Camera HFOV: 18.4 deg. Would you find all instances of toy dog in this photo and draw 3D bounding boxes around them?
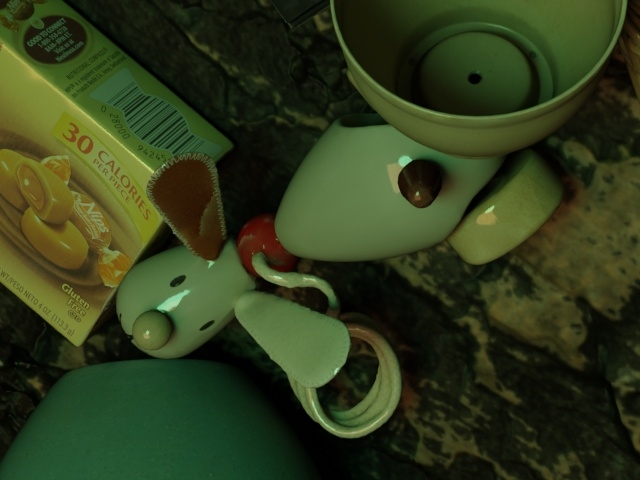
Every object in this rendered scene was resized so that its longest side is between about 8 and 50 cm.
[{"bbox_3d":[0.000,0.000,1.263,0.220,0.161,0.334,36,117,1],"label":"toy dog"}]

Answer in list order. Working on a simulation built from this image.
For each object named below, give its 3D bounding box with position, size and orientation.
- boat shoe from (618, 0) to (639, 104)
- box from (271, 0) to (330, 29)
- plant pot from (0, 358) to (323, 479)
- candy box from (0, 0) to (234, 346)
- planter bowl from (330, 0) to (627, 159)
[{"bbox_3d":[0.207,-0.138,1.134,0.109,0.098,0.302,-2,115,30],"label":"boat shoe"},{"bbox_3d":[-0.004,-0.246,1.205,0.147,0.077,0.180,-29,101,38],"label":"box"},{"bbox_3d":[-0.119,0.192,1.427,0.290,0.290,0.195,-13,73,34],"label":"plant pot"},{"bbox_3d":[-0.236,-0.094,1.416,0.316,0.087,0.183,41,129,4],"label":"candy box"},{"bbox_3d":[0.089,-0.113,1.123,0.162,0.162,0.109,25,159,15],"label":"planter bowl"}]
